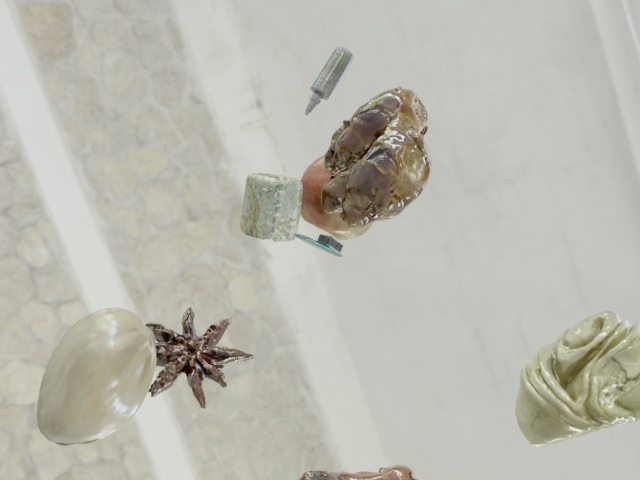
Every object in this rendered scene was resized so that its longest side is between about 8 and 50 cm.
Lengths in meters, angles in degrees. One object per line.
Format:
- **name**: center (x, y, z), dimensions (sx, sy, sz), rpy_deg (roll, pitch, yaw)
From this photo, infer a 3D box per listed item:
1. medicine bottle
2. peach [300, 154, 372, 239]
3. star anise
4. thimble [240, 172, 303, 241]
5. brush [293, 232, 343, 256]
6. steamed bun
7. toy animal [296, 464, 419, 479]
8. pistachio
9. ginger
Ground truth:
- **medicine bottle**: center (0.014, -0.408, 2.127), dimensions (0.057, 0.199, 0.057), rpy_deg (32, -7, 4)
- **peach**: center (0.064, -0.136, 2.151), dimensions (0.232, 0.232, 0.257), rpy_deg (27, -88, 50)
- **star anise**: center (-0.301, 0.271, 1.926), dimensions (0.288, 0.288, 0.088), rpy_deg (52, -31, 25)
- **thimble**: center (-0.110, -0.077, 1.884), dimensions (0.190, 0.137, 0.144), rpy_deg (-138, -124, -78)
- **brush**: center (0.000, 0.000, 1.525), dimensions (0.043, 0.032, 0.193), rpy_deg (19, -4, 24)
- **steamed bun**: center (0.514, 0.254, 1.550), dimensions (0.289, 0.276, 0.203), rpy_deg (-29, -111, 36)
- **toy animal**: center (0.076, 0.457, 1.494), dimensions (0.157, 0.312, 0.097), rpy_deg (99, -14, -66)
- **pistachio**: center (-0.487, 0.304, 1.786), dimensions (0.226, 0.332, 0.208), rpy_deg (28, -1, 1)
- **ginger**: center (0.116, -0.178, 1.846), dimensions (0.152, 0.274, 0.358), rpy_deg (48, 34, -47)
